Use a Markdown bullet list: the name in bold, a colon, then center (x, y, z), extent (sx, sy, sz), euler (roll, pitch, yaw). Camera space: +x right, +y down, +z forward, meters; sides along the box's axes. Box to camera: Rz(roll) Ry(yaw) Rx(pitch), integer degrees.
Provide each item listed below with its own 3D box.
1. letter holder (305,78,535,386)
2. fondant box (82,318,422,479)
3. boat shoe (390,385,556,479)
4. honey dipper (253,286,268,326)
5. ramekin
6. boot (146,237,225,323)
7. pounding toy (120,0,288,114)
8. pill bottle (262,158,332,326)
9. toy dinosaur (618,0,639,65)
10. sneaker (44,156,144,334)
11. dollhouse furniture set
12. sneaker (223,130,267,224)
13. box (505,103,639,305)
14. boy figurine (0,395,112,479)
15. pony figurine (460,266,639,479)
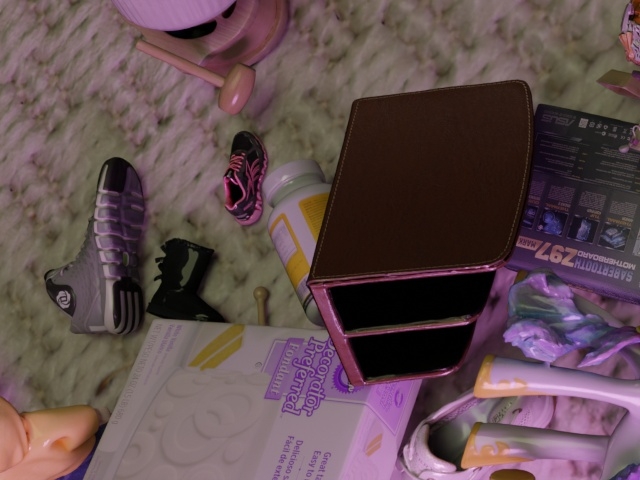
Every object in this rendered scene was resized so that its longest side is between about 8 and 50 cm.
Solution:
- **letter holder**: center (0.132, -0.016, 1.659), extent (0.214, 0.152, 0.302), euler (-8, 40, 19)
- **fondant box**: center (-0.078, 0.215, 1.741), extent (0.330, 0.096, 0.238), euler (2, 57, 32)
- **boat shoe**: center (0.126, 0.232, 1.700), extent (0.277, 0.096, 0.098), euler (-47, 59, 10)
- **honey dipper**: center (-0.069, 0.131, 1.879), extent (0.030, 0.030, 0.161), euler (-16, 67, 25)
- **ramekin**: center (-0.177, -0.347, 1.903), extent (0.207, 0.109, 0.207), euler (-10, 49, 12)
- **boot**: center (-0.155, 0.054, 1.940), extent (0.121, 0.045, 0.099), euler (14, 80, 32)
- **pounding toy**: center (-0.151, -0.288, 1.964), extent (0.269, 0.155, 0.154), euler (43, 103, 31)
- **pill bottle**: center (0.000, 0.000, 1.831), extent (0.103, 0.103, 0.184), euler (-34, 63, 17)
- **toy dinosaur**: center (0.402, -0.319, 1.627), extent (0.164, 0.218, 0.322), euler (41, 98, 32)
- **sneaker**: center (-0.297, 0.011, 2.007), extent (0.132, 0.086, 0.229), euler (-9, 73, 29)
- **dollhouse furniture set**: center (0.334, -0.126, 1.668), extent (0.081, 0.091, 0.114), euler (-63, 22, 3)
- **sneaker**: center (-0.098, -0.081, 1.936), extent (0.047, 0.057, 0.119), euler (-11, 70, 28)
- **box**: center (0.316, -0.033, 1.690), extent (0.232, 0.059, 0.183), euler (14, 83, 31)
- **boy figurine**: center (-0.334, 0.241, 1.847), extent (0.177, 0.285, 0.092), euler (-35, 63, 20)
- **pony figurine**: center (0.336, 0.157, 1.511), extent (0.363, 0.303, 0.351), euler (18, 112, 13)
